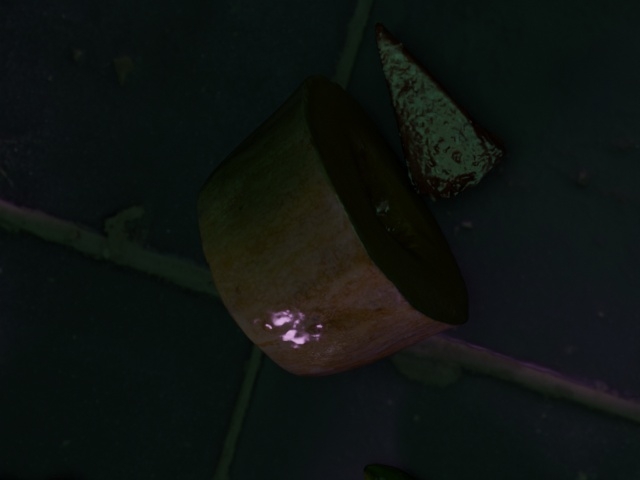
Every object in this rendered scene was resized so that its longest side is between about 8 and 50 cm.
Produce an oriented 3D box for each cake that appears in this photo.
[{"bbox_3d":[0.110,-0.139,1.878,0.117,0.086,0.220,-46,80,6],"label":"cake"}]

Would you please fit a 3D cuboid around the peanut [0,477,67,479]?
[{"bbox_3d":[-0.387,0.341,1.999,0.193,0.089,0.089,-6,87,10],"label":"peanut"}]

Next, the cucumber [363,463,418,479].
[{"bbox_3d":[0.146,0.351,1.875,0.056,0.056,0.250,-44,79,9],"label":"cucumber"}]

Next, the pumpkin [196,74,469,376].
[{"bbox_3d":[0.000,0.000,1.782,0.199,0.332,0.332,-30,82,14],"label":"pumpkin"}]
